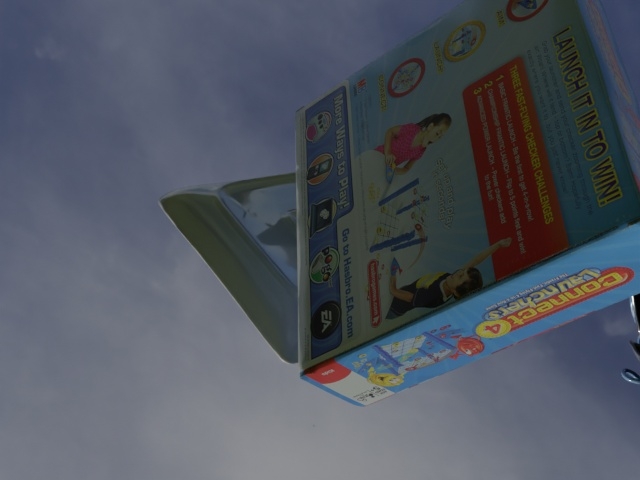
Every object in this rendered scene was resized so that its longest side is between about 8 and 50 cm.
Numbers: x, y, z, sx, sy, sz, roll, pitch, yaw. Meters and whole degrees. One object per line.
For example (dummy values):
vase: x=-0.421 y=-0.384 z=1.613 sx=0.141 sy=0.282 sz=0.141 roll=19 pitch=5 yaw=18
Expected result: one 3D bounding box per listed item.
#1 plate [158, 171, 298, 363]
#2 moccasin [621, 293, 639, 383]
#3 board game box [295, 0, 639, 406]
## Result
plate: x=0.000 y=0.000 z=1.003 sx=0.278 sy=0.045 sz=0.277 roll=-12 pitch=-135 yaw=-38
moccasin: x=0.426 y=0.123 z=1.086 sx=0.116 sy=0.137 sz=0.342 roll=-27 pitch=-80 yaw=-32
board game box: x=0.117 y=-0.054 z=0.753 sx=0.302 sy=0.086 sz=0.308 roll=-28 pitch=-135 yaw=31
